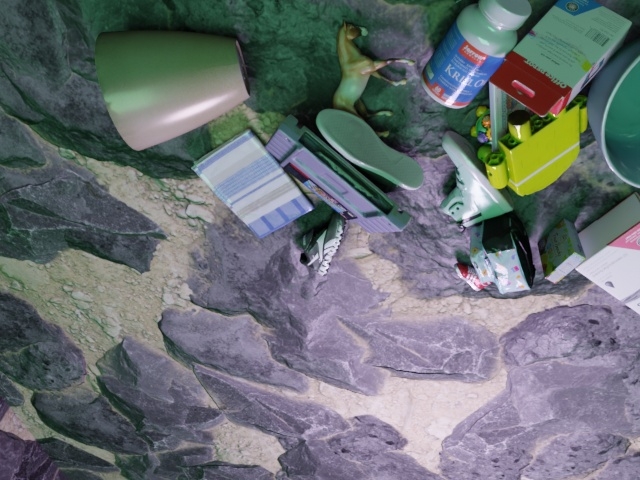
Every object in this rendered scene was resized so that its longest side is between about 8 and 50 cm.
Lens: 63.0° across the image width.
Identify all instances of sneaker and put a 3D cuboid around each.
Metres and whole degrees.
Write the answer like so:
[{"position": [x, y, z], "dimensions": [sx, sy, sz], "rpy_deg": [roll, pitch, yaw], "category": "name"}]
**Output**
[{"position": [0.085, -0.188, 1.213], "dimensions": [0.296, 0.104, 0.147], "rpy_deg": [29, 157, -25], "category": "sneaker"}, {"position": [0.330, -0.133, 1.250], "dimensions": [0.151, 0.094, 0.256], "rpy_deg": [-30, 114, 33], "category": "sneaker"}, {"position": [0.000, 0.000, 1.434], "dimensions": [0.106, 0.078, 0.234], "rpy_deg": [18, 131, -5], "category": "sneaker"}, {"position": [0.423, 0.089, 1.429], "dimensions": [0.118, 0.042, 0.067], "rpy_deg": [38, 130, -25], "category": "sneaker"}]

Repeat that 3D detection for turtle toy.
[{"position": [0.388, -0.238, 1.172], "dimensions": [0.095, 0.066, 0.130], "rpy_deg": [10, 128, 5], "category": "turtle toy"}]

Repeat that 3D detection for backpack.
[{"position": [0.455, 0.039, 1.305], "dimensions": [0.144, 0.165, 0.188], "rpy_deg": [-23, 115, 28], "category": "backpack"}]

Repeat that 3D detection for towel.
[{"position": [-0.178, -0.145, 1.392], "dimensions": [0.209, 0.034, 0.285], "rpy_deg": [-27, 119, 26], "category": "towel"}]

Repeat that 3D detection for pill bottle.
[{"position": [0.300, -0.376, 1.018], "dimensions": [0.124, 0.124, 0.221], "rpy_deg": [24, 144, -6], "category": "pill bottle"}]

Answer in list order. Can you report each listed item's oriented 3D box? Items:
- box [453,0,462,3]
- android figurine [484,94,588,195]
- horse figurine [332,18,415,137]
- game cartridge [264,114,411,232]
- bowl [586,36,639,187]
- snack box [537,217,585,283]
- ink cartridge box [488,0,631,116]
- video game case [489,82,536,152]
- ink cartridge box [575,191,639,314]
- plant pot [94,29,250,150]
[{"position": [0.284, -0.555, 0.947], "dimensions": [0.147, 0.077, 0.180], "rpy_deg": [-16, 122, 24], "category": "box"}, {"position": [0.470, -0.200, 1.122], "dimensions": [0.248, 0.056, 0.273], "rpy_deg": [-36, 143, 4], "category": "android figurine"}, {"position": [0.094, -0.334, 1.168], "dimensions": [0.175, 0.066, 0.263], "rpy_deg": [14, 126, -6], "category": "horse figurine"}, {"position": [0.029, -0.139, 1.236], "dimensions": [0.355, 0.068, 0.230], "rpy_deg": [38, 167, -10], "category": "game cartridge"}, {"position": [0.648, -0.271, 1.001], "dimensions": [0.312, 0.163, 0.311], "rpy_deg": [-3, 121, -5], "category": "bowl"}, {"position": [0.587, 0.025, 1.280], "dimensions": [0.037, 0.141, 0.100], "rpy_deg": [29, 127, -9], "category": "snack box"}, {"position": [0.439, -0.334, 0.978], "dimensions": [0.134, 0.078, 0.231], "rpy_deg": [43, 91, 20], "category": "ink cartridge box"}, {"position": [0.422, -0.280, 1.106], "dimensions": [0.143, 0.019, 0.157], "rpy_deg": [-21, 119, -15], "category": "video game case"}, {"position": [0.790, 0.048, 1.268], "dimensions": [0.283, 0.117, 0.207], "rpy_deg": [32, 127, -12], "category": "ink cartridge box"}, {"position": [-0.304, -0.353, 1.150], "dimensions": [0.274, 0.256, 0.256], "rpy_deg": [-11, 125, 2], "category": "plant pot"}]
